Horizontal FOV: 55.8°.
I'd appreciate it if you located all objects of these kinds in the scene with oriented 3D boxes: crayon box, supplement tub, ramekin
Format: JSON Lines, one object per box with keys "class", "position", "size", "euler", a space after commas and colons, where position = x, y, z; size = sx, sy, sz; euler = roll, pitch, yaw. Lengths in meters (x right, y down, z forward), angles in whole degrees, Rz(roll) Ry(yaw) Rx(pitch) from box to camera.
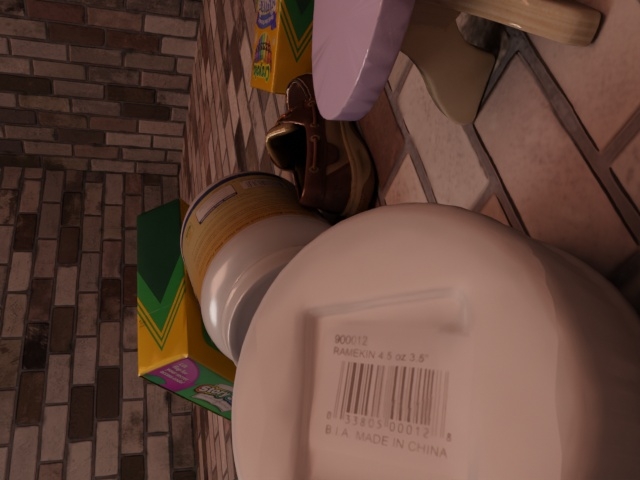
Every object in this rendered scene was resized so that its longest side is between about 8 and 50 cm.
{"class": "crayon box", "position": [-0.192, 0.149, 1.123], "size": [0.363, 0.106, 0.313], "euler": [50, -157, -52]}
{"class": "supplement tub", "position": [-0.070, 0.046, 0.872], "size": [0.316, 0.228, 0.228], "euler": [-130, 45, -60]}
{"class": "crayon box", "position": [-0.066, -0.388, 1.125], "size": [0.203, 0.083, 0.323], "euler": [-137, 50, -66]}
{"class": "ramekin", "position": [0.070, 0.109, 0.401], "size": [0.277, 0.135, 0.277], "euler": [-15, 65, 34]}

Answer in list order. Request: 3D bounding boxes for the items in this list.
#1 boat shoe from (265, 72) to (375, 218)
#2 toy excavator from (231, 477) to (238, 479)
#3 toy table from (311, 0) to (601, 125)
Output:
{"class": "boat shoe", "position": [-0.024, -0.159, 0.920], "size": [0.342, 0.123, 0.123], "euler": [-108, 26, -44]}
{"class": "toy excavator", "position": [-0.100, 0.366, 0.611], "size": [0.433, 0.445, 0.222], "euler": [110, 154, -43]}
{"class": "toy table", "position": [0.098, -0.228, 0.511], "size": [0.274, 0.161, 0.252], "euler": [109, 154, -43]}
